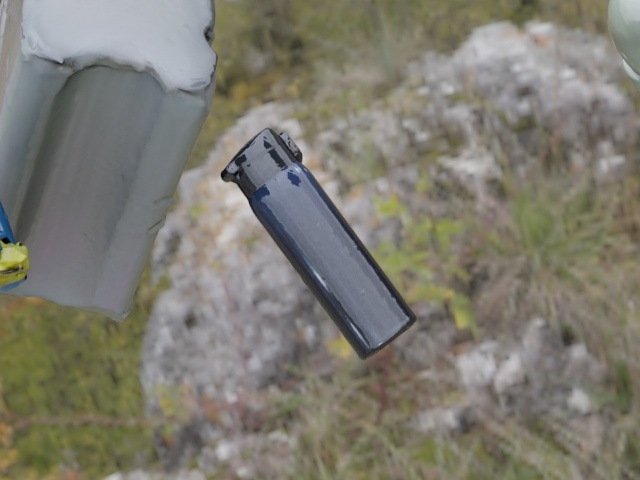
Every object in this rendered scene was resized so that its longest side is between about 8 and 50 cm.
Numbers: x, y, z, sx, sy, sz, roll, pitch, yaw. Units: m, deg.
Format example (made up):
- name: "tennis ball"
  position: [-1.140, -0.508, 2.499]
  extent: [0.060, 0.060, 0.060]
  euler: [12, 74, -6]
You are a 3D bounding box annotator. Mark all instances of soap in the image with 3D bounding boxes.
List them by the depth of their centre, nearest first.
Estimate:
- name: "soap"
  position: [-0.260, -0.159, 1.948]
  extent: [0.213, 0.435, 0.350]
  euler: [12, 52, -15]

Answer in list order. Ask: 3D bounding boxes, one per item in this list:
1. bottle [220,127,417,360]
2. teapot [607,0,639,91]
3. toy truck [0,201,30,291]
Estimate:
- name: "bottle"
  position: [0.000, 0.000, 1.761]
  extent: [0.082, 0.244, 0.072]
  euler: [-37, -1, -18]
- name: "teapot"
  position: [0.454, -0.194, 1.942]
  extent: [0.220, 0.149, 0.318]
  euler: [-16, 42, -29]
- name: "toy truck"
  position: [-0.375, -0.036, 1.598]
  extent: [0.162, 0.385, 0.161]
  euler: [-21, 78, 0]
